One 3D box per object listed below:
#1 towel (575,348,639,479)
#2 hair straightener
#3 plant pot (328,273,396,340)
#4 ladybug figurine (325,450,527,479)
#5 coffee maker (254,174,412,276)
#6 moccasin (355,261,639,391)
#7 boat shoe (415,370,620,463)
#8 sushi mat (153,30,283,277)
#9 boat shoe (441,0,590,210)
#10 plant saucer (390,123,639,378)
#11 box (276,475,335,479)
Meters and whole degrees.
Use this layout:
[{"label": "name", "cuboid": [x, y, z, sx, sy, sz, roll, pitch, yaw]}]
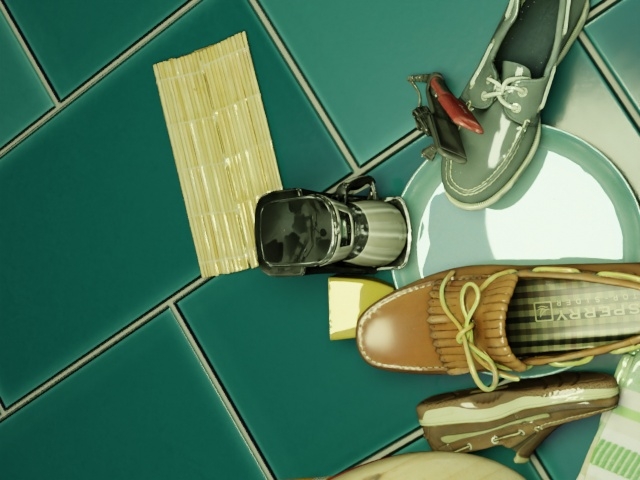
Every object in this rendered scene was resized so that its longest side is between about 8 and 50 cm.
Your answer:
[{"label": "towel", "cuboid": [0.427, 0.319, 1.327, 0.248, 0.038, 0.324, 23, 98, 16]}, {"label": "hair straightener", "cuboid": [0.133, -0.145, 1.336, 0.047, 0.230, 0.089, 19, 112, -21]}, {"label": "plant pot", "cuboid": [0.057, 0.085, 1.429, 0.083, 0.081, 0.081, -2, 91, 9]}, {"label": "ladybug figurine", "cuboid": [0.071, 0.403, 1.331, 0.449, 0.162, 0.305, -21, 104, -11]}, {"label": "coffee maker", "cuboid": [0.000, 0.000, 1.366, 0.171, 0.178, 0.120, -33, 69, 32]}, {"label": "moccasin", "cuboid": [0.221, 0.099, 1.288, 0.380, 0.147, 0.139, -2, 91, 20]}, {"label": "boat shoe", "cuboid": [0.249, 0.225, 1.362, 0.257, 0.095, 0.095, -13, 91, 31]}, {"label": "sushi mat", "cuboid": [-0.133, -0.114, 1.520, 0.151, 0.019, 0.316, -14, 88, 18]}, {"label": "boat shoe", "cuboid": [0.221, -0.191, 1.314, 0.116, 0.099, 0.319, 25, 87, 25]}, {"label": "plant saucer", "cuboid": [0.244, 0.012, 1.377, 0.318, 0.044, 0.317, 1, 92, 19]}, {"label": "box", "cuboid": [-0.010, 0.362, 1.489, 0.136, 0.028, 0.081, -8, 89, 22]}]
